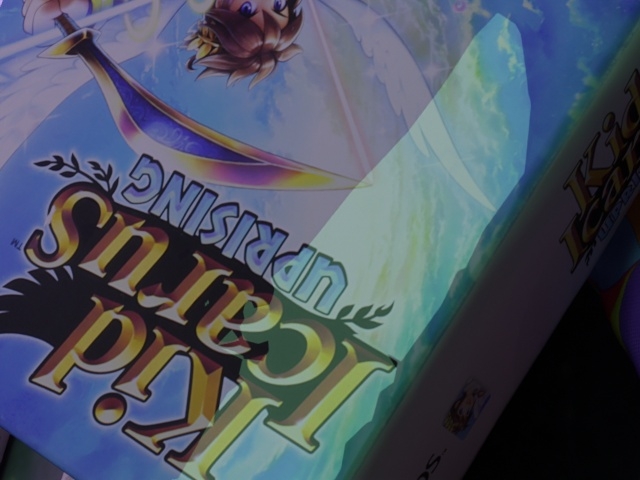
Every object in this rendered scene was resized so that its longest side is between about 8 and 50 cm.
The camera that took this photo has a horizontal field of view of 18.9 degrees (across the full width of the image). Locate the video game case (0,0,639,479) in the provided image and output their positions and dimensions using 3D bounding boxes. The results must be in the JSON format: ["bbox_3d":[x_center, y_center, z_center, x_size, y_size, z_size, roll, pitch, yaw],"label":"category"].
[{"bbox_3d":[-0.034,-0.049,0.590,0.269,0.061,0.244,29,84,34],"label":"video game case"}]

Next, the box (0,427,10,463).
[{"bbox_3d":[-0.252,0.139,0.883,0.232,0.058,0.322,-3,64,42],"label":"box"}]

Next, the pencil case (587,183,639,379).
[{"bbox_3d":[0.146,0.068,0.518,0.104,0.104,0.236,-38,45,21],"label":"pencil case"}]

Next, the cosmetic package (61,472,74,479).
[{"bbox_3d":[0.000,0.000,0.668,0.085,0.117,0.231,145,144,-68],"label":"cosmetic package"}]
